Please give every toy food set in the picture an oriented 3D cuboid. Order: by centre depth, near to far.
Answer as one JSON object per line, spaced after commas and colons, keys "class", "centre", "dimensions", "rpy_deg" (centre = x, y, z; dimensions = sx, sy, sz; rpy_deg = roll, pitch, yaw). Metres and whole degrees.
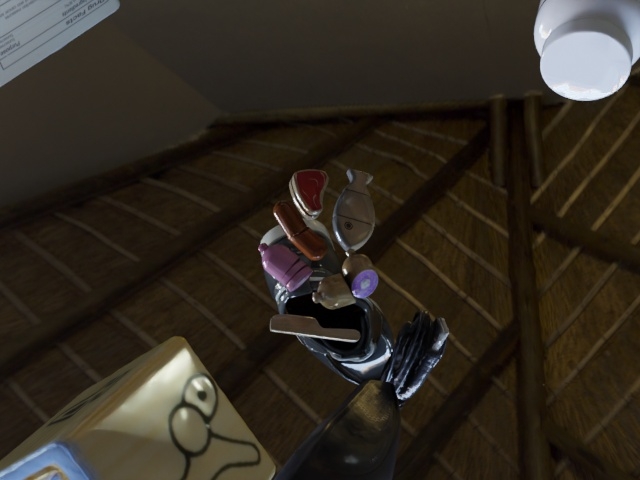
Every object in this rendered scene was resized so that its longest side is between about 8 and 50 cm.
{"class": "toy food set", "centre": [0.000, 0.000, 0.486], "dimensions": [0.078, 0.019, 0.122], "rpy_deg": [9, -120, -14]}

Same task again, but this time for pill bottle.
{"class": "pill bottle", "centre": [0.218, -0.184, 0.622], "dimensions": [0.086, 0.086, 0.152], "rpy_deg": [9, -128, 17]}

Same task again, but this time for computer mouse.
{"class": "computer mouse", "centre": [0.029, 0.176, 0.621], "dimensions": [0.072, 0.272, 0.188], "rpy_deg": [35, -65, 12]}

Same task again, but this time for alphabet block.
{"class": "alphabet block", "centre": [-0.197, 0.246, 0.789], "dimensions": [0.193, 0.197, 0.192], "rpy_deg": [-30, -84, 31]}

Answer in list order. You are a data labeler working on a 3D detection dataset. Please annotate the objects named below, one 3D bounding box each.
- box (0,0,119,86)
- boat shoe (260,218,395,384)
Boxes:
{"class": "box", "centre": [-0.271, -0.282, 0.576], "dimensions": [0.121, 0.311, 0.148], "rpy_deg": [37, -116, 22]}
{"class": "boat shoe", "centre": [0.015, 0.080, 0.706], "dimensions": [0.084, 0.233, 0.079], "rpy_deg": [-27, -133, 5]}
